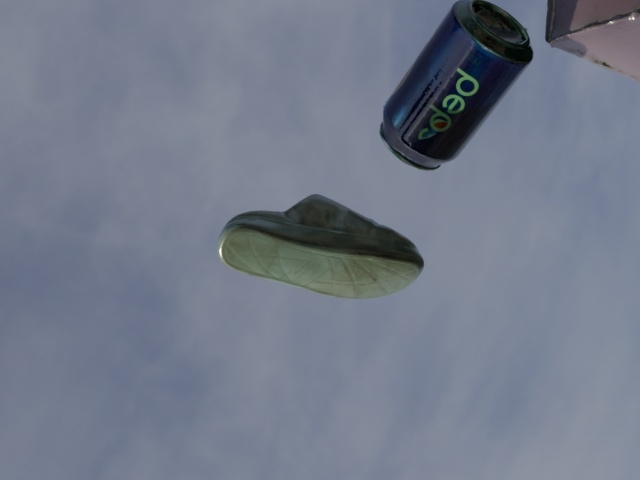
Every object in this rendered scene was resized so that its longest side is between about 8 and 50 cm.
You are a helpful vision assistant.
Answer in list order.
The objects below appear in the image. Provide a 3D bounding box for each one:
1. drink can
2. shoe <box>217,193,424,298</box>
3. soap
[{"bbox_3d":[0.161,-0.186,1.321,0.118,0.118,0.205,-18,-30,-50],"label":"drink can"},{"bbox_3d":[0.000,0.000,1.313,0.103,0.250,0.100,112,162,-46],"label":"shoe"},{"bbox_3d":[0.470,-0.265,1.293,0.285,0.296,0.107,15,-101,-36],"label":"soap"}]
